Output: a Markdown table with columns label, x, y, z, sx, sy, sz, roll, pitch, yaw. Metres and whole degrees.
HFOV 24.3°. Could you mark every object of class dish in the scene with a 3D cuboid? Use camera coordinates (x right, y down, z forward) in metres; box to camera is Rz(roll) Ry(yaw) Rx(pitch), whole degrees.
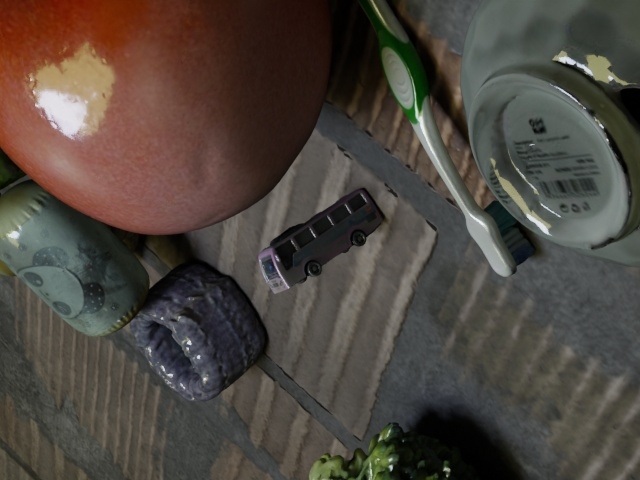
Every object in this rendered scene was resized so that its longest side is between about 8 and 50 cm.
| label | x | y | z | sx | sy | sz | roll | pitch | yaw |
| --- | --- | --- | --- | --- | --- | --- | --- | --- | --- |
| dish | 0.201 | -0.084 | 1.076 | 0.303 | 0.120 | 0.303 | 34 | 145 | 28 |

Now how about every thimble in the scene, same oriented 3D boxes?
| label | x | y | z | sx | sy | sz | roll | pitch | yaw |
| --- | --- | --- | --- | --- | --- | --- | --- | --- | --- |
| thimble | -0.146 | 0.108 | 1.743 | 0.150 | 0.098 | 0.150 | 34 | 145 | 28 |

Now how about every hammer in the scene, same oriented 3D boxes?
| label | x | y | z | sx | sy | sz | roll | pitch | yaw |
| --- | --- | --- | --- | --- | --- | --- | --- | --- | --- |
| hammer | -0.334 | 0.019 | 1.744 | 0.202 | 0.113 | 0.305 | 50 | 155 | -23 |

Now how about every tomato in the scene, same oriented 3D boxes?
| label | x | y | z | sx | sy | sz | roll | pitch | yaw |
| --- | --- | --- | --- | --- | --- | --- | --- | --- | --- |
| tomato | -0.135 | -0.157 | 1.249 | 0.321 | 0.321 | 0.321 | 33 | 144 | 28 |

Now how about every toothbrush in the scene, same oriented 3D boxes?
| label | x | y | z | sx | sy | sz | roll | pitch | yaw |
| --- | --- | --- | --- | --- | --- | --- | --- | --- | --- |
| toothbrush | 0.065 | -0.150 | 1.259 | 0.418 | 0.040 | 0.042 | 58 | 150 | -10 |

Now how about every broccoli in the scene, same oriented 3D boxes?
| label | x | y | z | sx | sy | sz | roll | pitch | yaw |
| --- | --- | --- | --- | --- | --- | --- | --- | --- | --- |
| broccoli | 0.079 | 0.338 | 1.544 | 0.288 | 0.245 | 0.248 | 61 | 157 | -5 |

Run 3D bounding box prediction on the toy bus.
| label | x | y | z | sx | sy | sz | roll | pitch | yaw |
| --- | --- | --- | --- | --- | --- | --- | --- | --- | --- |
| toy bus | 0.000 | 0.000 | 1.410 | 0.052 | 0.130 | 0.037 | 59 | 150 | -5 |

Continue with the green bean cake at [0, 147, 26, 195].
| label | x | y | z | sx | sy | sz | roll | pitch | yaw |
| --- | --- | --- | --- | --- | --- | --- | --- | --- | --- |
| green bean cake | -0.343 | -0.140 | 1.599 | 0.156 | 0.250 | 0.247 | 58 | 149 | -11 |

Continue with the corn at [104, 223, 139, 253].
| label | x | y | z | sx | sy | sz | roll | pitch | yaw |
| --- | --- | --- | --- | --- | --- | --- | --- | --- | --- |
| corn | -0.247 | -0.026 | 1.762 | 0.087 | 0.087 | 0.211 | 42 | 154 | 16 |
